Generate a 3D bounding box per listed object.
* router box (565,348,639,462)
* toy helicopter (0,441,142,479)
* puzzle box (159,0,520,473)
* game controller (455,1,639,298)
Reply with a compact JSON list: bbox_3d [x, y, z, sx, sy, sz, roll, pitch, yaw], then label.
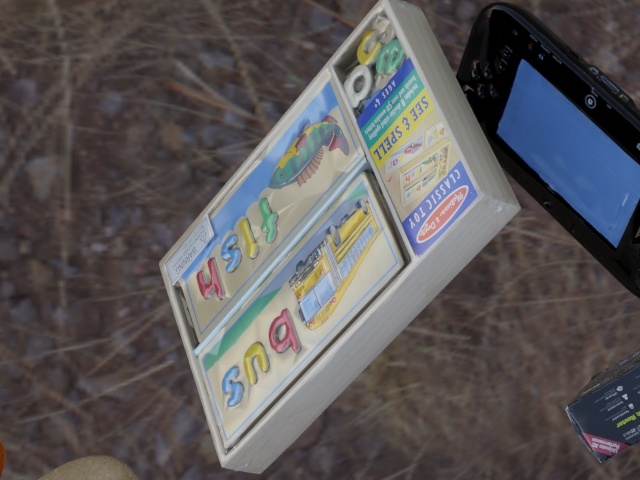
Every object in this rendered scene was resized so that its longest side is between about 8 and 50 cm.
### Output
[{"bbox_3d":[0.204,0.072,0.910,0.122,0.092,0.038,-34,86,20],"label":"router box"},{"bbox_3d":[-0.271,0.293,1.200,0.355,0.140,0.235,-42,40,-10],"label":"toy helicopter"},{"bbox_3d":[0.000,0.000,1.553,0.409,0.052,0.272,-48,46,30],"label":"puzzle box"},{"bbox_3d":[0.244,-0.087,1.527,0.067,0.166,0.319,-30,60,-24],"label":"game controller"}]
